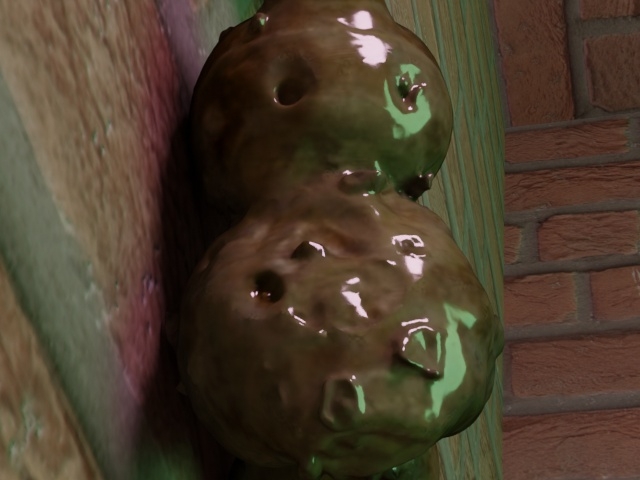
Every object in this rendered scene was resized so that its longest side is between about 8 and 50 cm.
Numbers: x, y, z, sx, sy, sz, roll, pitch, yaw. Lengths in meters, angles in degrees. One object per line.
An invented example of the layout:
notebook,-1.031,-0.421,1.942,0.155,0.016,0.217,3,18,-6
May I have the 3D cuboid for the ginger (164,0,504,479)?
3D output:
ginger,0.000,0.000,0.649,0.256,0.176,0.375,104,-18,-77
